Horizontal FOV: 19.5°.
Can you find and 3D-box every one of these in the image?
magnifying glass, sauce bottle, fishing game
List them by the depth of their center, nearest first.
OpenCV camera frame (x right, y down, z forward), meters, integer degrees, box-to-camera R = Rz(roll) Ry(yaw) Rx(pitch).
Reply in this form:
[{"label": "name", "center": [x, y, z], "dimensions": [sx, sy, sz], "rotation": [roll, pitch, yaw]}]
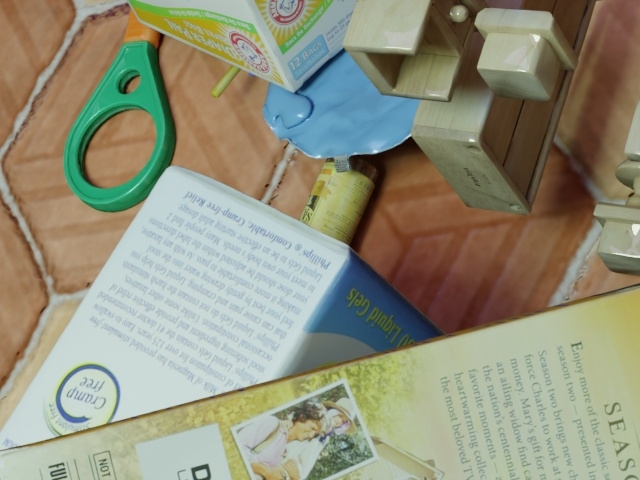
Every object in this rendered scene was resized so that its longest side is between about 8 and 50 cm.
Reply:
[{"label": "sauce bottle", "center": [0.000, 0.000, 1.307], "dimensions": [0.042, 0.042, 0.128], "rotation": [14, 72, 32]}, {"label": "fishing game", "center": [0.048, -0.121, 1.328], "dimensions": [0.264, 0.041, 0.189], "rotation": [10, 56, 37]}, {"label": "magnifying glass", "center": [-0.146, -0.130, 1.462], "dimensions": [0.092, 0.026, 0.231], "rotation": [-2, 68, 27]}]

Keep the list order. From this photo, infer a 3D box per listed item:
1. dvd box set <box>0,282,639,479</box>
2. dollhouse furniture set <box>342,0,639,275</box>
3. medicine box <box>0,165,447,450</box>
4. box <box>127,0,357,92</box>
[{"label": "dvd box set", "center": [0.067, 0.203, 0.969], "dimensions": [0.420, 0.062, 0.307], "rotation": [-15, 90, -10]}, {"label": "dollhouse furniture set", "center": [0.243, -0.104, 1.069], "dimensions": [0.355, 0.303, 0.174], "rotation": [8, 70, 30]}, {"label": "medicine box", "center": [-0.053, 0.149, 1.127], "dimensions": [0.149, 0.263, 0.289], "rotation": [26, 80, 35]}, {"label": "box", "center": [-0.061, -0.206, 1.369], "dimensions": [0.114, 0.103, 0.203], "rotation": [-44, 43, -18]}]
